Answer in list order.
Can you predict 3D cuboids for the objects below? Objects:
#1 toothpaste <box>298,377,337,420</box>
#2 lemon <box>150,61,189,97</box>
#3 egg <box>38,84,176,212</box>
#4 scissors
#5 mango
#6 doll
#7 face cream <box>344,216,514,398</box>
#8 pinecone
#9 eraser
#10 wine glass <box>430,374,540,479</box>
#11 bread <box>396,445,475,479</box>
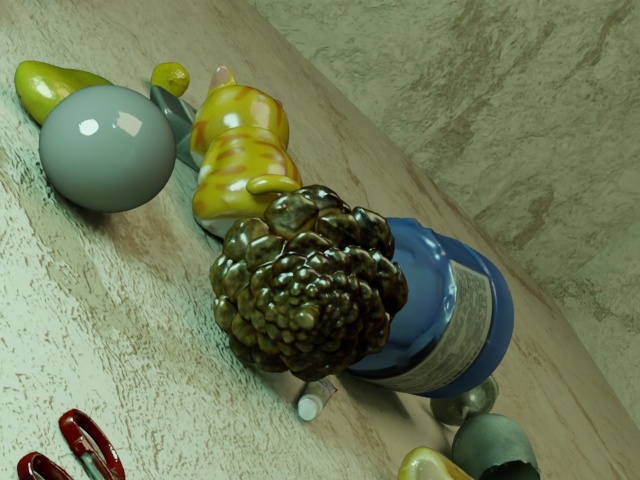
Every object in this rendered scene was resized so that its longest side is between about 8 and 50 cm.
[{"bbox_3d":[-0.004,0.197,1.596,0.048,0.031,0.190,45,10,0],"label":"toothpaste"},{"bbox_3d":[-0.248,-0.264,2.042,0.065,0.065,0.092,46,4,-11],"label":"lemon"},{"bbox_3d":[-0.240,-0.104,1.420,0.146,0.146,0.199,52,8,14],"label":"egg"},{"bbox_3d":[-0.143,0.250,1.011,0.247,0.017,0.144,49,13,-4],"label":"scissors"},{"bbox_3d":[-0.298,-0.156,1.541,0.191,0.085,0.122,7,52,-57],"label":"mango"},{"bbox_3d":[-0.110,-0.108,1.791,0.167,0.162,0.269,41,22,-47],"label":"doll"},{"bbox_3d":[0.136,0.101,1.843,0.249,0.249,0.225,56,16,29],"label":"face cream"},{"bbox_3d":[-0.018,0.047,1.532,0.244,0.244,0.309,46,-2,-13],"label":"pinecone"},{"bbox_3d":[-0.158,-0.132,1.970,0.352,0.061,0.089,35,20,-46],"label":"eraser"},{"bbox_3d":[0.255,0.308,1.918,0.126,0.126,0.241,42,11,-28],"label":"wine glass"},{"bbox_3d":[0.215,0.385,1.627,0.305,0.091,0.142,40,13,-32],"label":"bread"}]
